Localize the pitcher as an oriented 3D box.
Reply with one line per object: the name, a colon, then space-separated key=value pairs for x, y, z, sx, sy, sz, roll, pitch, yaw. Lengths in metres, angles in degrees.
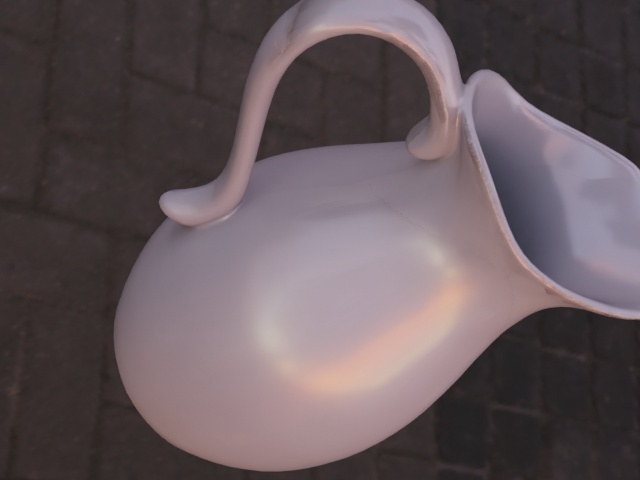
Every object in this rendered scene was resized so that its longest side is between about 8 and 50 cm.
pitcher: x=0.000 y=0.000 z=0.538 sx=0.178 sy=0.207 sz=0.125 roll=43 pitch=39 yaw=-27
